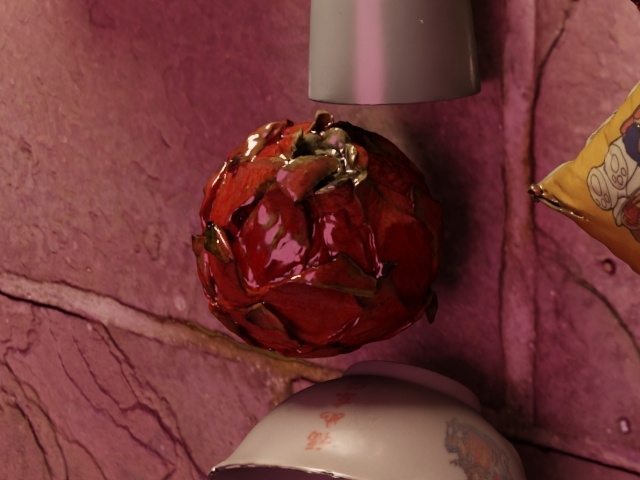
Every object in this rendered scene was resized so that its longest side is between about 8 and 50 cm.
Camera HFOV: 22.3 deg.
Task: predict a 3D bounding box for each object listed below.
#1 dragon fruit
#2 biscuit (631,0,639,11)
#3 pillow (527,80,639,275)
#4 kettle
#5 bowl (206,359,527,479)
[{"bbox_3d":[0.000,0.000,1.553,0.244,0.244,0.299,46,168,17],"label":"dragon fruit"},{"bbox_3d":[0.326,-0.242,1.331,0.192,0.049,0.192,17,123,29],"label":"biscuit"},{"bbox_3d":[0.363,-0.037,1.322,0.312,0.119,0.310,42,128,7],"label":"pillow"},{"bbox_3d":[0.053,-0.256,1.510,0.210,0.160,0.243,-159,64,-66],"label":"kettle"},{"bbox_3d":[0.074,0.217,1.613,0.346,0.345,0.157,-3,61,41],"label":"bowl"}]
